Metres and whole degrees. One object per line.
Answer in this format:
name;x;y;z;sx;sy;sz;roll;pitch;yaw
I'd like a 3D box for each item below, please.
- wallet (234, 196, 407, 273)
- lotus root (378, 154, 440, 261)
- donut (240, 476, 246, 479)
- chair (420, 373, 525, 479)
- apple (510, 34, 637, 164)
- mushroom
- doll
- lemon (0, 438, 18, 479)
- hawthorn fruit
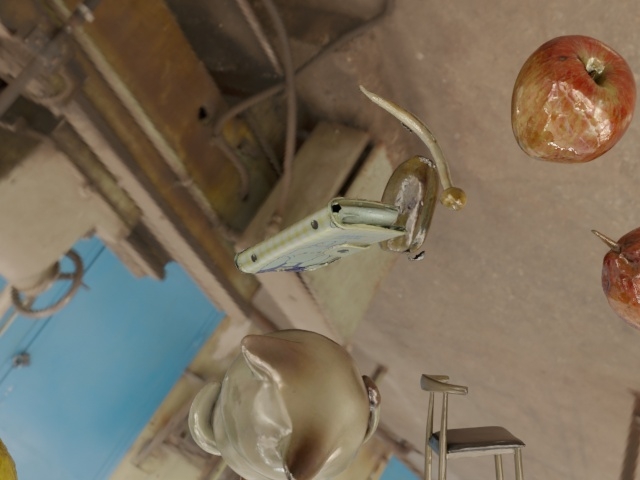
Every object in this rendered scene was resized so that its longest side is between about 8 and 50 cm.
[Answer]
wallet;0.000;0.000;1.781;0.223;0.077;0.310;0;162;-42
lotus root;0.201;-0.078;2.014;0.123;0.240;0.124;16;-179;33
donut;-0.107;0.471;1.497;0.075;0.190;0.174;6;121;1
chair;0.276;0.377;1.599;0.167;0.272;0.188;-4;178;-2
apple;0.293;-0.160;1.024;0.146;0.146;0.131;31;142;5
mushroom;0.163;-0.166;1.461;0.068;0.043;0.306;10;-139;-46
doll;-0.041;0.236;1.201;0.370;0.226;0.214;134;123;-66
lemon;-0.604;0.415;1.341;0.268;0.321;0.268;25;147;18
hawthorn fruit;0.576;0.060;1.499;0.262;0.210;0.210;25;162;-15
